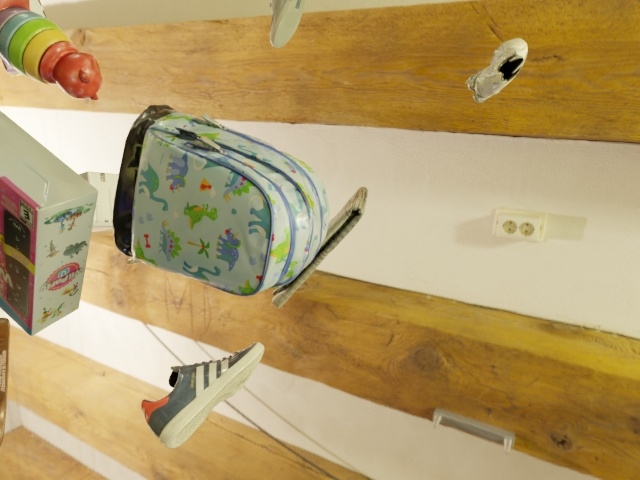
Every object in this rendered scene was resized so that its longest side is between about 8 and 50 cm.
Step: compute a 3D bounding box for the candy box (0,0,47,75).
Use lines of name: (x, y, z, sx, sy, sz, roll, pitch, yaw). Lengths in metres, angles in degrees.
candy box: (-0.912, -0.627, 1.338, 0.070, 0.164, 0.197, 17, -54, 63)

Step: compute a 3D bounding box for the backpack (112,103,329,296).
backpack: (-0.164, -0.050, 0.734, 0.354, 0.273, 0.291, 17, -75, -1)

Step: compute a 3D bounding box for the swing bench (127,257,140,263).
swing bench: (-0.585, -0.059, 1.615, 0.252, 0.165, 0.255, -5, -74, -5)

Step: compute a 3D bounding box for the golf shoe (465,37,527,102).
golf shoe: (0.359, -0.330, 0.822, 0.069, 0.176, 0.086, 48, -20, -17)

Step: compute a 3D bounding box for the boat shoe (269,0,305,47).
boat shoe: (-0.099, -0.671, 1.239, 0.081, 0.079, 0.228, 38, -64, 21)

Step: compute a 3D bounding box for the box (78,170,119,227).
box: (-0.759, -0.125, 1.453, 0.181, 0.119, 0.181, -5, -91, 35)

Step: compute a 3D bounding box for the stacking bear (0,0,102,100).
stacking bear: (-0.685, -0.471, 1.102, 0.288, 0.164, 0.175, 35, -28, 0)

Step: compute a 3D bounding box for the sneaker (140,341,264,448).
sneaker: (-0.295, 0.349, 1.116, 0.148, 0.350, 0.131, 34, -51, 19)

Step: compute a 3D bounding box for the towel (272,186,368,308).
towel: (0.000, 0.000, 1.110, 0.056, 0.312, 0.324, 40, -72, -4)

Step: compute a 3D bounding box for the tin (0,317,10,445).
tin: (-0.456, 0.198, 0.601, 0.106, 0.040, 0.190, -40, -124, 36)

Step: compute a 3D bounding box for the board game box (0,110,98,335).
board game box: (-0.493, -0.021, 0.702, 0.224, 0.097, 0.304, 38, -51, 8)
